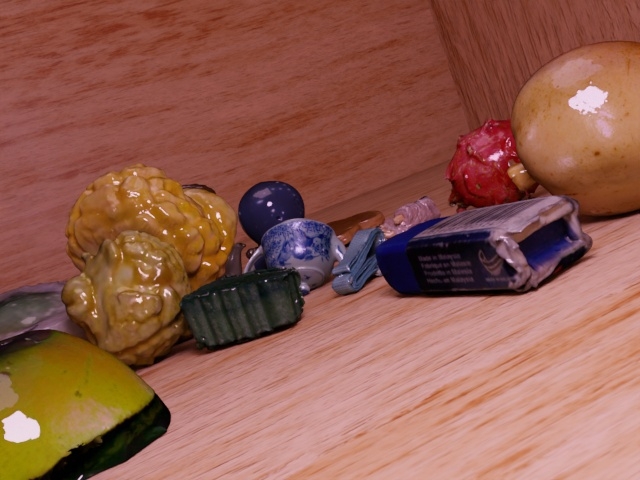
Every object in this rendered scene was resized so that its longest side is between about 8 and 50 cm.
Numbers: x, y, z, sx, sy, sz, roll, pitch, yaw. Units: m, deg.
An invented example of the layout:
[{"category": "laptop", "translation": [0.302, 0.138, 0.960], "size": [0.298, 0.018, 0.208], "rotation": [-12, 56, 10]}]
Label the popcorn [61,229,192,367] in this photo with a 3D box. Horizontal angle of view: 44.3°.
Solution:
[{"category": "popcorn", "translation": [-0.337, 0.111, 1.433], "size": [0.254, 0.256, 0.195], "rotation": [11, 6, 12]}]

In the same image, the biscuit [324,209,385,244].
[{"category": "biscuit", "translation": [0.002, 0.004, 2.167], "size": [0.376, 0.051, 0.269], "rotation": [-21, 9, -6]}]

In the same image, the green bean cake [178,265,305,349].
[{"category": "green bean cake", "translation": [-0.122, 0.109, 1.391], "size": [0.208, 0.107, 0.193], "rotation": [-17, 4, 14]}]

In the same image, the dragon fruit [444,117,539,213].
[{"category": "dragon fruit", "translation": [0.384, -0.162, 1.770], "size": [0.210, 0.205, 0.268], "rotation": [20, -49, -39]}]

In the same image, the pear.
[{"category": "pear", "translation": [-0.406, 0.223, 0.988], "size": [0.398, 0.165, 0.399], "rotation": [-19, 6, 2]}]

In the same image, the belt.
[{"category": "belt", "translation": [0.081, 0.052, 1.477], "size": [0.065, 0.100, 0.179], "rotation": [-14, 24, 37]}]

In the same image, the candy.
[{"category": "candy", "translation": [-0.616, 0.219, 1.597], "size": [0.427, 0.186, 0.386], "rotation": [-12, 15, 32]}]

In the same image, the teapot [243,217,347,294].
[{"category": "teapot", "translation": [-0.044, 0.047, 1.603], "size": [0.232, 0.159, 0.159], "rotation": [-10, 7, 6]}]

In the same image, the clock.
[{"category": "clock", "translation": [-0.094, -0.016, 1.763], "size": [0.146, 0.243, 0.199], "rotation": [-14, 6, 31]}]

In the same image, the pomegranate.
[{"category": "pomegranate", "translation": [0.452, -0.178, 1.287], "size": [0.319, 0.319, 0.319], "rotation": [-19, 6, 2]}]

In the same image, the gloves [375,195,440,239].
[{"category": "gloves", "translation": [0.195, -0.032, 1.684], "size": [0.144, 0.094, 0.110], "rotation": [-40, -1, -4]}]

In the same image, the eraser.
[{"category": "eraser", "translation": [0.223, 0.015, 1.156], "size": [0.155, 0.102, 0.332], "rotation": [-25, 7, -29]}]

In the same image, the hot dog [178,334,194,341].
[{"category": "hot dog", "translation": [-0.275, 0.185, 1.552], "size": [0.137, 0.028, 0.044], "rotation": [-18, -20, -3]}]

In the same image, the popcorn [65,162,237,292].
[{"category": "popcorn", "translation": [-0.350, -0.017, 1.693], "size": [0.349, 0.349, 0.382], "rotation": [-16, 26, 33]}]

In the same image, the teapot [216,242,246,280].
[{"category": "teapot", "translation": [-0.312, 0.089, 1.951], "size": [0.220, 0.149, 0.318], "rotation": [-21, 7, -24]}]
